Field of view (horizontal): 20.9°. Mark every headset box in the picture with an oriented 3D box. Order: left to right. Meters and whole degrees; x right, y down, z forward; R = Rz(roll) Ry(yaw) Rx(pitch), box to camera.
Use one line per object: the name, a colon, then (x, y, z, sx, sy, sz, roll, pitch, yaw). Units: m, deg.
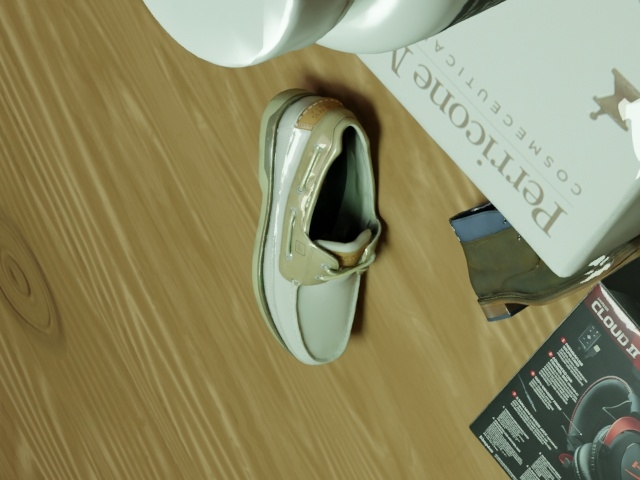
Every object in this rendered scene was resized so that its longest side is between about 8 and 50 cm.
headset box: (0.292, 0.157, 1.541, 0.218, 0.110, 0.293, 50, 141, 15)

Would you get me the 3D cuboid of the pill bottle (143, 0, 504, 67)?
pill bottle: (0.052, -0.200, 0.902, 0.176, 0.318, 0.176, 27, 131, 36)

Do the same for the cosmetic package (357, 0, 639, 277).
cosmetic package: (0.241, -0.255, 1.180, 0.329, 0.327, 0.394, 49, 141, 17)

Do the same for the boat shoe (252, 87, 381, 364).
boat shoe: (0.000, 0.000, 1.785, 0.103, 0.113, 0.302, 24, 127, 47)

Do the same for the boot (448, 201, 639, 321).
boot: (0.197, 0.001, 1.585, 0.219, 0.082, 0.106, -27, 93, 54)
